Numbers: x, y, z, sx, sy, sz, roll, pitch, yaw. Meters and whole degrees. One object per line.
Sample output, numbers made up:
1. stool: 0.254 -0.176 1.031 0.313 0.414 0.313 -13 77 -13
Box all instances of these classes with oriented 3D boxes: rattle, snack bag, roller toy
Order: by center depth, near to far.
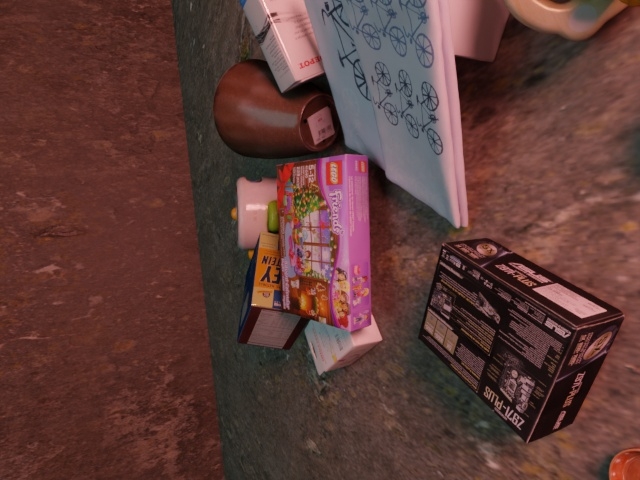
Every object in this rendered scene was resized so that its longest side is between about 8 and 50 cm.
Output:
1. rattle: 0.175 -0.250 0.320 0.199 0.143 0.130 45 141 -4
2. snack bag: 0.072 -0.210 0.568 0.342 0.037 0.323 51 169 48
3. roller toy: -0.158 -0.068 1.071 0.209 0.146 0.191 108 157 -54

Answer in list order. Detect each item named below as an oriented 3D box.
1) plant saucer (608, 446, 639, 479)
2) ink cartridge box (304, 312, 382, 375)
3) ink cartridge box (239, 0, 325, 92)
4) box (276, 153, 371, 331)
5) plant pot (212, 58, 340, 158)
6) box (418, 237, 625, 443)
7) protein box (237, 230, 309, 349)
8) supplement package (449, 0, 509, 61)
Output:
1. plant saucer: 0.309 0.232 0.373 0.083 0.013 0.084 20 112 61
2. ink cartridge box: 0.038 0.194 0.854 0.198 0.067 0.115 -57 46 50
3. ink cartridge box: -0.039 -0.386 0.721 0.086 0.148 0.203 7 125 64
4. box: 0.000 0.000 0.755 0.201 0.057 0.293 4 98 49
5. plant pot: -0.073 -0.260 0.863 0.230 0.215 0.215 27 120 42
6. box: 0.210 0.101 0.471 0.180 0.077 0.147 43 133 53
7. protein box: -0.109 0.125 0.992 0.201 0.135 0.200 118 158 -49
8. supplement package: 0.134 -0.297 0.510 0.179 0.105 0.105 49 137 49
